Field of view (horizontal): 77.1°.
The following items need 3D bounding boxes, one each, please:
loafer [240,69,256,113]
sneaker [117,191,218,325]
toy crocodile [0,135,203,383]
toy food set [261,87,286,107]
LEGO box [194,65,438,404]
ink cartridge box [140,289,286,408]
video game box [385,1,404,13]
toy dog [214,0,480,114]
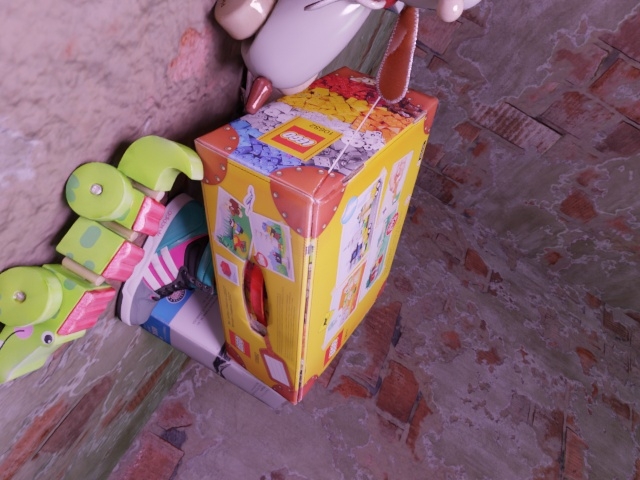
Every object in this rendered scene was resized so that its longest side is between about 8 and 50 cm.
[{"bbox_3d":[-0.126,-0.284,0.722,0.125,0.039,0.045,125,-35,-45],"label":"loafer"},{"bbox_3d":[-0.257,0.076,0.777,0.296,0.178,0.124,-58,180,17],"label":"sneaker"},{"bbox_3d":[-0.268,0.019,0.483,0.341,0.105,0.115,-58,179,-6],"label":"toy crocodile"},{"bbox_3d":[-0.063,-0.285,0.817,0.306,0.092,0.220,-76,-167,-49],"label":"toy food set"},{"bbox_3d":[0.000,0.000,0.747,0.372,0.193,0.501,-43,151,-40],"label":"LEGO box"},{"bbox_3d":[-0.191,0.179,0.994,0.286,0.394,0.166,-58,179,-36],"label":"ink cartridge box"},{"bbox_3d":[0.033,-0.393,0.580,0.205,0.187,0.048,-59,173,-64],"label":"video game box"},{"bbox_3d":[0.009,-0.239,0.472,0.333,0.220,0.161,-9,-114,53],"label":"toy dog"}]
